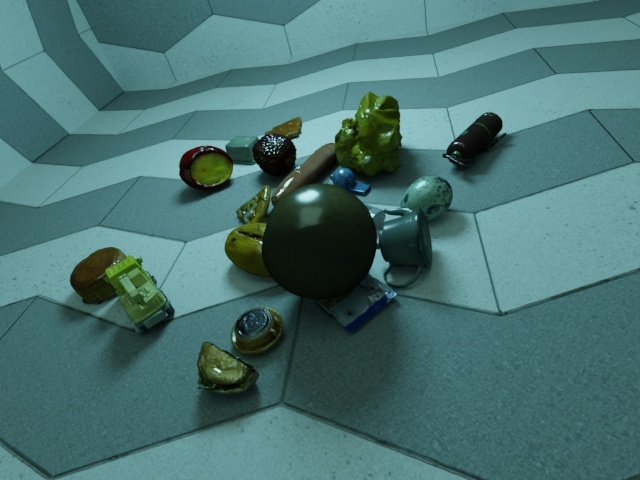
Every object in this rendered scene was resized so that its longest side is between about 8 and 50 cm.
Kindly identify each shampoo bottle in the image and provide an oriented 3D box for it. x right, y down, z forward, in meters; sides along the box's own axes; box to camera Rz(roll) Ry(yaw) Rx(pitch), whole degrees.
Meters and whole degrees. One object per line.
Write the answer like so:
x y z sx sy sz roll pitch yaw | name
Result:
0.104 -0.097 1.371 0.227 0.056 0.086 25 55 40 | shampoo bottle

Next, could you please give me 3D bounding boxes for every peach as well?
-0.481 -0.309 1.744 0.226 0.196 0.190 -1 74 22 | peach

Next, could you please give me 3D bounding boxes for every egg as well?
0.323 -0.125 1.267 0.172 0.132 0.132 -34 40 -3 | egg

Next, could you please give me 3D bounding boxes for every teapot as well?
0.217 0.013 1.134 0.149 0.162 0.239 -9 67 24 | teapot

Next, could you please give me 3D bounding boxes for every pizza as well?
-0.251 -0.124 1.509 0.176 0.036 0.185 9 69 43 | pizza

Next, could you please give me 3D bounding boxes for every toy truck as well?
-0.551 0.145 1.229 0.124 0.157 0.272 -34 41 -21 | toy truck

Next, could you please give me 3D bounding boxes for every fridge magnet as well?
-0.165 0.228 1.063 0.143 0.063 0.143 -8 42 7 | fridge magnet

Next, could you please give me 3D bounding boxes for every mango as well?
-0.168 0.026 1.266 0.295 0.120 0.177 11 46 30 | mango

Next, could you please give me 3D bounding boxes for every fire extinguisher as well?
0.552 -0.347 1.475 0.141 0.105 0.341 18 46 38 | fire extinguisher

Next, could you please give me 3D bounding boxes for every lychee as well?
-0.195 -0.360 1.702 0.188 0.188 0.188 -10 38 8 | lychee

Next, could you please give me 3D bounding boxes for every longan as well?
0.000 0.000 1.067 0.319 0.319 0.319 -10 38 8 | longan

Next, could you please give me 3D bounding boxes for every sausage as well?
-0.054 -0.256 1.595 0.419 0.094 0.094 -50 10 -34 | sausage

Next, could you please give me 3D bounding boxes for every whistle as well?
0.101 -0.221 1.504 0.158 0.090 0.090 13 46 33 | whistle

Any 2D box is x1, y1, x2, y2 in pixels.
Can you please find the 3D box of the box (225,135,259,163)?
-0.354 -0.424 1.912 0.172 0.093 0.124 8 45 29 | box

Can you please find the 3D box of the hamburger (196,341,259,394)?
-0.234 0.318 0.969 0.176 0.087 0.102 19 62 26 | hamburger

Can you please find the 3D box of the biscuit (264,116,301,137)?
-0.174 -0.539 2.031 0.183 0.043 0.280 11 41 26 | biscuit

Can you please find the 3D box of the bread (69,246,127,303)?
-0.737 0.109 1.385 0.199 0.104 0.199 -12 39 9 | bread

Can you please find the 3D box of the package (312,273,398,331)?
0.090 0.149 1.095 0.171 0.027 0.173 -34 36 -21 | package

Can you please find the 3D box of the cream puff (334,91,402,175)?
0.174 -0.406 1.564 0.274 0.270 0.323 -9 37 17 | cream puff
